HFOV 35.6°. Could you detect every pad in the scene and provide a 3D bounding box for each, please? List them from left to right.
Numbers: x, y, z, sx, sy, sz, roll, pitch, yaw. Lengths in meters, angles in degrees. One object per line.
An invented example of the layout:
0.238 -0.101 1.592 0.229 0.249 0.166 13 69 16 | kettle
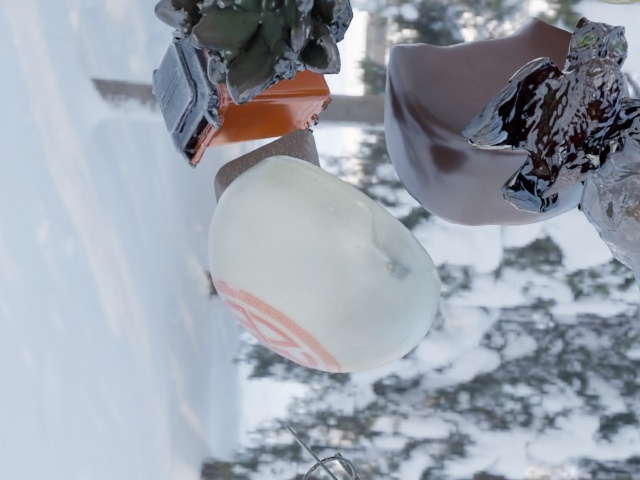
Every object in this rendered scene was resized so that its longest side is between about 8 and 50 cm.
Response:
-0.066 -0.028 1.417 0.002 0.176 0.266 40 33 -53 | pad

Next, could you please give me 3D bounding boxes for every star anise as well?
0.346 0.025 0.785 0.359 0.315 0.139 -104 -153 -63 | star anise

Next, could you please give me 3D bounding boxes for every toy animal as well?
0.240 -0.121 0.970 0.116 0.218 0.180 166 -63 -69 | toy animal

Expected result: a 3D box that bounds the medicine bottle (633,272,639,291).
0.592 0.089 1.712 0.083 0.083 0.203 -83 152 -45 | medicine bottle

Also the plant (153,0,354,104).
-0.060 -0.260 1.132 0.194 0.181 0.321 51 19 -11 | plant

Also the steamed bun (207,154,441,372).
-0.011 0.047 1.131 0.177 0.283 0.283 -54 167 -14 | steamed bun

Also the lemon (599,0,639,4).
0.458 -0.470 1.415 0.240 0.219 0.240 60 -6 11 | lemon

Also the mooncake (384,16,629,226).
0.238 -0.163 1.366 0.326 0.334 0.174 -43 151 -29 | mooncake

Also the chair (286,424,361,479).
0.027 0.307 1.170 0.221 0.104 0.095 36 -28 49 | chair

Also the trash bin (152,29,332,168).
-0.113 -0.216 1.496 0.161 0.238 0.184 -49 -127 49 | trash bin
